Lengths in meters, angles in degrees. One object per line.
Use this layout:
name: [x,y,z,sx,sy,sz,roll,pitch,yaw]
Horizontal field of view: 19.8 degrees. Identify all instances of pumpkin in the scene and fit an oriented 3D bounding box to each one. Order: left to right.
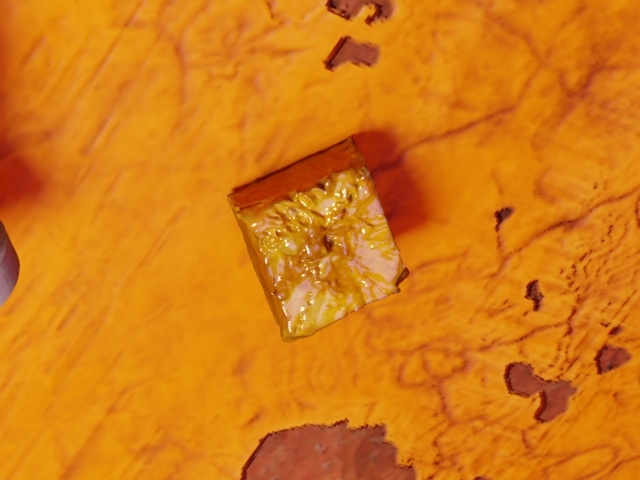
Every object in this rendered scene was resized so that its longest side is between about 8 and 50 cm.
pumpkin: [0.000,0.000,0.913,0.074,0.054,0.083,-23,111,-8]

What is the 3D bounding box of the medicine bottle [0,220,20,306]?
medicine bottle: [-0.196,-0.052,0.762,0.090,0.090,0.217,-23,133,-3]
